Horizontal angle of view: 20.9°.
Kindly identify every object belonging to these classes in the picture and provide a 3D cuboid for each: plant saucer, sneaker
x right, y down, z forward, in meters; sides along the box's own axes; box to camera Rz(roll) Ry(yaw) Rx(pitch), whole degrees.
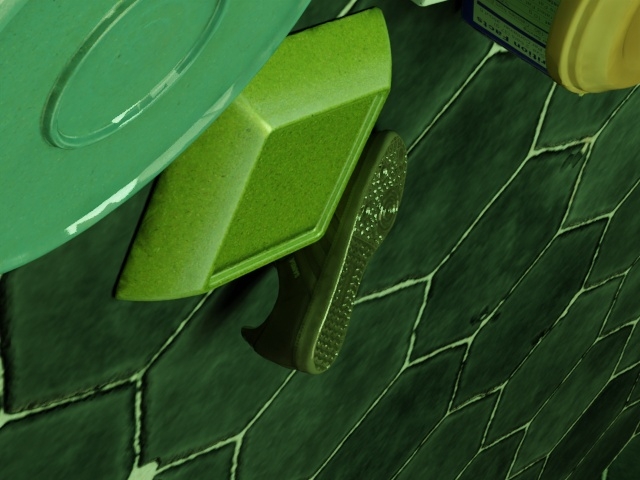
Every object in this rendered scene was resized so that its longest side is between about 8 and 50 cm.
[{"bbox_3d":[0.226,-0.171,1.113,0.200,0.037,0.200,-38,156,-21],"label":"plant saucer"},{"bbox_3d":[-0.084,-0.086,0.699,0.317,0.044,0.317,-43,169,-11],"label":"plant saucer"},{"bbox_3d":[-0.030,-0.046,1.114,0.188,0.045,0.188,-26,148,-50],"label":"plant saucer"},{"bbox_3d":[0.000,0.000,1.243,0.188,0.071,0.066,-68,153,-14],"label":"sneaker"}]

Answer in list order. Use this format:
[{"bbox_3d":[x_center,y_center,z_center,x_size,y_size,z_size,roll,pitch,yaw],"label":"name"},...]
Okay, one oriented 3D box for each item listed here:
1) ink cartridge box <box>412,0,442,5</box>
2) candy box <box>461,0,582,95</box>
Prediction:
[{"bbox_3d":[0.079,-0.198,1.001,0.181,0.104,0.061,-23,146,-53],"label":"ink cartridge box"},{"bbox_3d":[0.225,-0.285,1.133,0.268,0.122,0.317,-43,158,-18],"label":"candy box"}]
